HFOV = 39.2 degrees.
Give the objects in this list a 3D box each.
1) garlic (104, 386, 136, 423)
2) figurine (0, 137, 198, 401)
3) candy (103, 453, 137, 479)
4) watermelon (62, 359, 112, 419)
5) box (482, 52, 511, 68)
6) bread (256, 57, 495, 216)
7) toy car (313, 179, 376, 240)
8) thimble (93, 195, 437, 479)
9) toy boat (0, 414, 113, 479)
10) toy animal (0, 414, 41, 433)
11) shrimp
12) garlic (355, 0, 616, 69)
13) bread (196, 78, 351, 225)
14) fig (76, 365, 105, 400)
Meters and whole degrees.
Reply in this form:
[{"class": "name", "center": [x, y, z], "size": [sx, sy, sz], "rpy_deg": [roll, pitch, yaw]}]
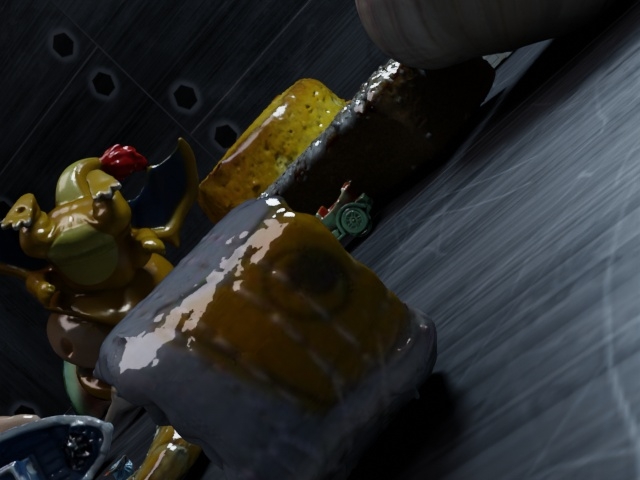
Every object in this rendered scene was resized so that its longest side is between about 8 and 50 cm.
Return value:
[{"class": "garlic", "center": [-0.266, 0.191, 1.366], "size": [0.128, 0.148, 0.266], "rpy_deg": [7, 36, 35]}, {"class": "figurine", "center": [-0.338, 0.042, 1.521], "size": [0.401, 0.387, 0.268], "rpy_deg": [-30, 38, -14]}, {"class": "candy", "center": [-0.182, 0.219, 0.829], "size": [0.030, 0.020, 0.083], "rpy_deg": [-39, -22, -24]}, {"class": "watermelon", "center": [-0.480, 0.283, 1.933], "size": [0.136, 0.207, 0.202], "rpy_deg": [-1, 21, 43]}, {"class": "box", "center": [0.206, -0.234, 1.205], "size": [0.154, 0.040, 0.084], "rpy_deg": [-43, 4, 14]}, {"class": "bread", "center": [0.033, -0.092, 1.104], "size": [0.165, 0.113, 0.416], "rpy_deg": [-48, 5, -35]}, {"class": "toy car", "center": [0.000, 0.000, 0.982], "size": [0.143, 0.054, 0.073], "rpy_deg": [-43, 6, 17]}, {"class": "thimble", "center": [-0.026, 0.058, 0.429], "size": [0.118, 0.127, 0.151], "rpy_deg": [-49, -2, -14]}, {"class": "toy boat", "center": [-0.405, 0.316, 1.167], "size": [0.309, 0.129, 0.142], "rpy_deg": [-28, -7, -3]}, {"class": "toy animal", "center": [-0.492, 0.353, 1.350], "size": [0.213, 0.195, 0.256], "rpy_deg": [-39, 1, -18]}, {"class": "shrimp", "center": [-0.140, 0.187, 0.754], "size": [0.150, 0.051, 0.217], "rpy_deg": [-53, 4, 8]}, {"class": "garlic", "center": [0.166, -0.315, 0.866], "size": [0.317, 0.259, 0.317], "rpy_deg": [-11, 29, 6]}, {"class": "bread", "center": [-0.062, -0.140, 1.656], "size": [0.358, 0.204, 0.337], "rpy_deg": [-42, 12, 16]}, {"class": "fig", "center": [-0.398, 0.265, 1.819], "size": [0.133, 0.185, 0.126], "rpy_deg": [-31, 54, 50]}]
